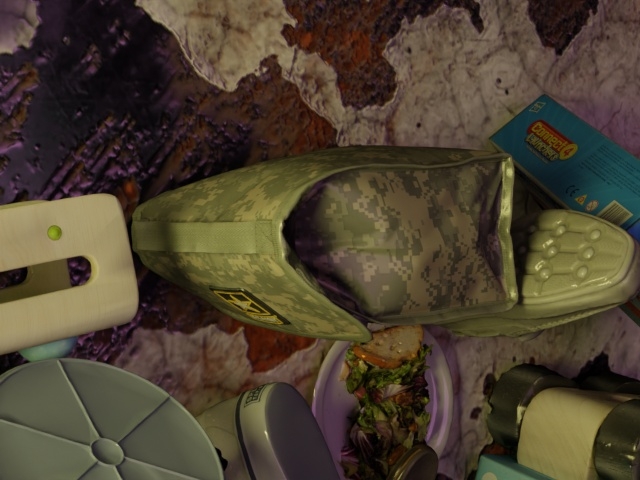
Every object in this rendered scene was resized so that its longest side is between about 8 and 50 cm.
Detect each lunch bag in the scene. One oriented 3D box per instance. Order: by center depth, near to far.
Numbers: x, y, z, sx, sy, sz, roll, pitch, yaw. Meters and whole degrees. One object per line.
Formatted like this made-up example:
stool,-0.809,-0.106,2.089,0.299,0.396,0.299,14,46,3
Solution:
lunch bag,0.000,0.000,1.086,0.287,0.235,0.169,-6,96,-39

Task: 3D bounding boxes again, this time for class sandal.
sandal,0.086,0.319,1.235,0.090,0.060,0.219,30,77,-58

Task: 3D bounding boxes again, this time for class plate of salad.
plate of salad,0.075,0.176,1.263,0.200,0.048,0.199,1,89,-39

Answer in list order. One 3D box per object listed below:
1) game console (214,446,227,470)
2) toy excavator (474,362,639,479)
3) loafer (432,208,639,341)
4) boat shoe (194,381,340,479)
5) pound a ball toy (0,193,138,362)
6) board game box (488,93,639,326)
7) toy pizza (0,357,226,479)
game console,-0.182,0.328,0.935,0.173,0.250,0.293,49,33,19
toy excavator,0.256,0.372,1.321,0.433,0.222,0.445,10,92,-37
loafer,0.202,0.043,1.191,0.111,0.319,0.112,36,69,-25
boat shoe,-0.041,0.323,1.114,0.136,0.156,0.367,-27,95,-64
pound a ball toy,-0.283,0.053,0.879,0.319,0.208,0.135,-14,98,-39
board game box,0.352,0.014,1.324,0.086,0.308,0.302,-41,118,4
toy pizza,-0.164,0.167,0.894,0.201,0.201,0.032,6,128,-38
